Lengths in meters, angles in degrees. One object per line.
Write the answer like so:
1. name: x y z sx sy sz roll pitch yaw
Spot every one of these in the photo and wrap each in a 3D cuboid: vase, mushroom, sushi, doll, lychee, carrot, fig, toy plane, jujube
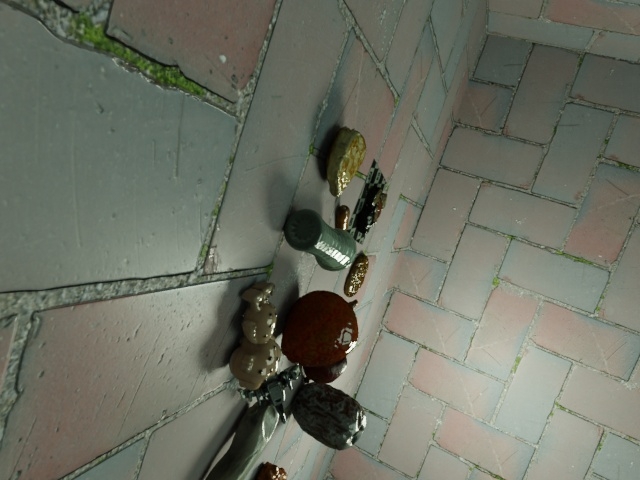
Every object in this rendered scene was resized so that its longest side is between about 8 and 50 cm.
1. vase: 0.000 0.000 1.252 0.143 0.143 0.299 -67 158 -5
2. mushroom: -0.233 0.626 1.294 0.351 0.109 0.097 -54 155 -36
3. sushi: 0.228 -0.134 1.815 0.320 0.068 0.339 -68 161 -2
4. doll: -0.159 0.242 1.113 0.154 0.119 0.278 -24 122 -65
5. lychee: 0.005 0.277 1.391 0.300 0.255 0.255 -46 151 -41
6. carrot: 0.075 -0.049 1.535 0.047 0.047 0.191 -53 160 -38
7. fig: 0.014 0.512 1.762 0.191 0.190 0.290 -54 156 -36
8. toy plane: -0.134 0.462 1.292 0.192 0.088 0.262 -22 107 -16
9. jujube: 0.031 0.736 1.834 0.226 0.316 0.226 -43 146 -38

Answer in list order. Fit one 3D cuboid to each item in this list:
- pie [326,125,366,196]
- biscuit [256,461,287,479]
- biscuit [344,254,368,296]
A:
1. pie: 0.064 -0.227 1.248 0.179 0.084 0.205 -61 162 -18
2. biscuit: -0.238 1.083 1.765 0.312 0.110 0.318 -60 159 -27
3. biscuit: 0.174 0.168 2.031 0.226 0.042 0.226 -52 155 -37
